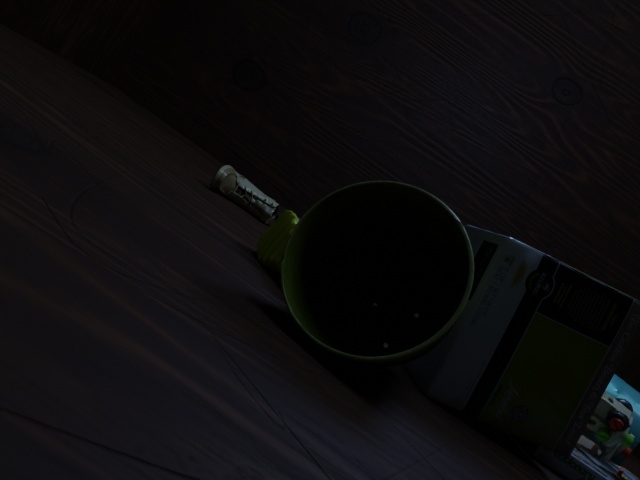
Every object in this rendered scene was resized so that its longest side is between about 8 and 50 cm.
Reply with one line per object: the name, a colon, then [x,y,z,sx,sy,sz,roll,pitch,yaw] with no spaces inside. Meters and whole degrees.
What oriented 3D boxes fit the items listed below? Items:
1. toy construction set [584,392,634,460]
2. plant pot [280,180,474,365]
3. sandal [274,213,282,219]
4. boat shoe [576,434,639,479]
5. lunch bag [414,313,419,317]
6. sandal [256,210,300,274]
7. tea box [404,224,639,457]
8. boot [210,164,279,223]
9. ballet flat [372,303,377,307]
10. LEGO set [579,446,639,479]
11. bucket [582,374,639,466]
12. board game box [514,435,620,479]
toy construction set: [0.626,0.427,1.416,0.328,0.215,0.151,30,35,7]
plant pot: [0.106,0.094,0.945,0.275,0.275,0.293,37,-12,26]
sandal: [-0.084,-0.004,1.940,0.097,0.054,0.254,19,25,-53]
boat shoe: [0.711,0.583,1.482,0.207,0.073,0.073,40,-32,22]
lunch bag: [0.329,0.272,1.395,0.279,0.108,0.224,39,-15,-20]
sandal: [-0.034,0.047,1.185,0.138,0.126,0.317,37,10,-32]
tea box: [0.388,0.187,1.150,0.323,0.329,0.220,26,4,-9]
boot: [-0.244,-0.147,1.921,0.203,0.095,0.262,37,0,10]
ballet flat: [0.102,0.095,1.639,0.147,0.147,0.409,38,3,32]
LEGO set: [0.700,0.530,1.242,0.182,0.060,0.244,32,5,-12]
bucket: [0.791,0.506,1.624,0.183,0.281,0.281,38,4,28]
board game box: [0.555,0.489,1.294,0.305,0.053,0.193,35,3,-10]
